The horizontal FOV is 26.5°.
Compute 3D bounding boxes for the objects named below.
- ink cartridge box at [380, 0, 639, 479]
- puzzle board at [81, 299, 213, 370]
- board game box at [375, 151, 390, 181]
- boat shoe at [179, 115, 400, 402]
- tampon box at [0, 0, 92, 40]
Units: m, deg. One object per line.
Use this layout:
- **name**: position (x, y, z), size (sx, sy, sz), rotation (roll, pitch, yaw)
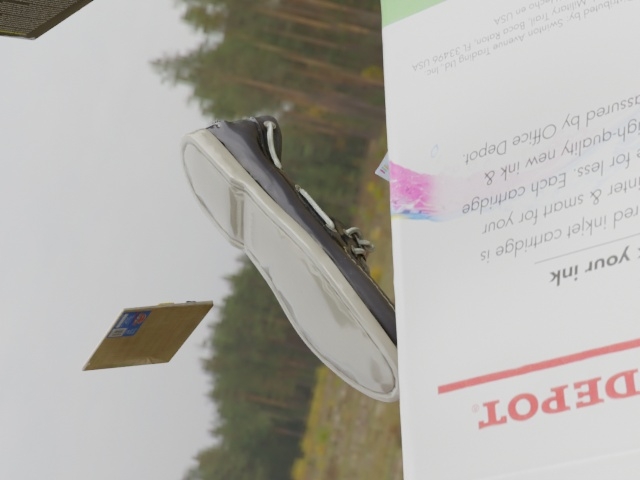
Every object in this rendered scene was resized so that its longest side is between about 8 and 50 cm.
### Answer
- **ink cartridge box**: position (0.143, -0.001, 0.540), size (0.119, 0.207, 0.354), rotation (32, -130, -49)
- **puzzle board**: position (-0.172, 0.092, 1.338), size (0.128, 0.096, 0.011), rotation (-50, 51, 48)
- **board game box**: position (0.078, -0.088, 0.994), size (0.090, 0.020, 0.090), rotation (-59, -7, 17)
- **boat shoe**: position (0.000, 0.000, 0.749), size (0.065, 0.206, 0.075), rotation (-25, -34, -26)
- **tampon box**: position (-0.225, -0.245, 1.055), size (0.101, 0.161, 0.120), rotation (-1, -107, -51)
